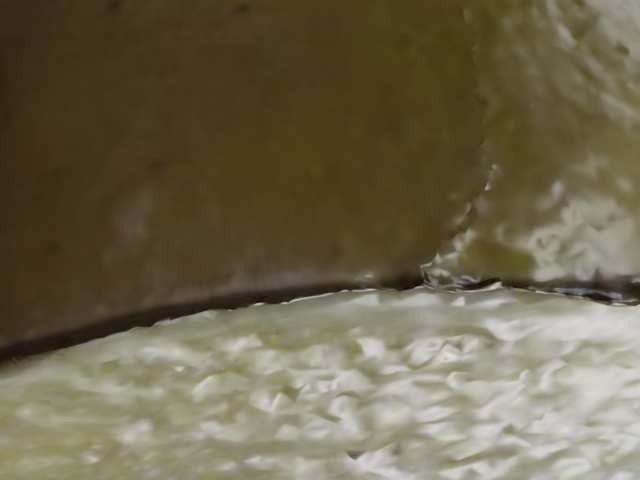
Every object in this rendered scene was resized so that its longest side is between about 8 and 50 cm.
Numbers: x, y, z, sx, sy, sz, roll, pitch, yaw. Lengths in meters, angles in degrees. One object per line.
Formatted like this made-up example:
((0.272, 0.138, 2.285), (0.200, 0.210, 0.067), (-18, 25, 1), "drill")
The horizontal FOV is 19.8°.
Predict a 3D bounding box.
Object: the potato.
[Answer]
((0.000, 0.000, 0.821), (0.385, 0.442, 0.319), (98, -12, -58), "potato")
